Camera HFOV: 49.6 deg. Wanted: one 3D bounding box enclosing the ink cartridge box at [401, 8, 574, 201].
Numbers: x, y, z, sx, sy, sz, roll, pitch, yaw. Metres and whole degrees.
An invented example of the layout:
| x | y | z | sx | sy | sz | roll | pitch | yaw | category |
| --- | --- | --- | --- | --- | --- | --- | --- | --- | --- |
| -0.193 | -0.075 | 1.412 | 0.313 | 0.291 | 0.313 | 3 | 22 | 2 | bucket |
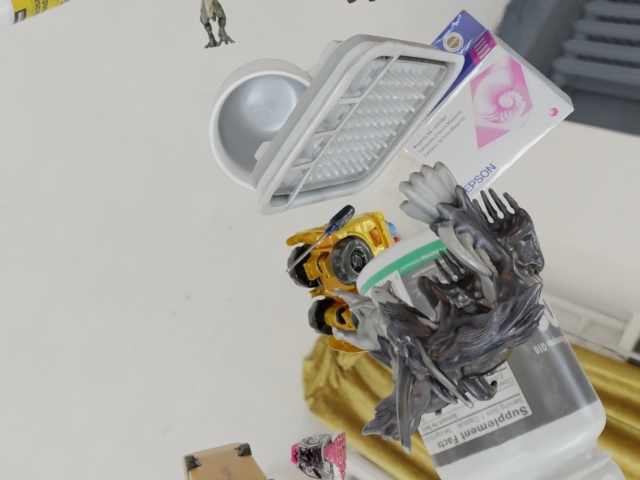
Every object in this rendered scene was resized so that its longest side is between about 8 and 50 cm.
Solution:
| x | y | z | sx | sy | sz | roll | pitch | yaw | category |
| --- | --- | --- | --- | --- | --- | --- | --- | --- | --- |
| 0.335 | -0.290 | 1.569 | 0.330 | 0.071 | 0.324 | 33 | 124 | -17 | ink cartridge box |

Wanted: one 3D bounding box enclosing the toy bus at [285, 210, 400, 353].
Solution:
| x | y | z | sx | sy | sz | roll | pitch | yaw | category |
| --- | --- | --- | --- | --- | --- | --- | --- | --- | --- |
| 0.074 | 0.056 | 1.196 | 0.211 | 0.149 | 0.220 | -28 | 102 | -40 | toy bus |

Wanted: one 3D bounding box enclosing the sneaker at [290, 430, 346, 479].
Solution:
| x | y | z | sx | sy | sz | roll | pitch | yaw | category |
| --- | --- | --- | --- | --- | --- | --- | --- | --- | --- |
| -0.003 | 0.520 | 1.648 | 0.299 | 0.112 | 0.120 | 114 | -20 | -67 | sneaker |

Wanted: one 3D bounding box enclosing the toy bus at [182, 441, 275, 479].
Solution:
| x | y | z | sx | sy | sz | roll | pitch | yaw | category |
| --- | --- | --- | --- | --- | --- | --- | --- | --- | --- |
| -0.140 | 0.401 | 1.055 | 0.108 | 0.333 | 0.130 | -8 | 93 | -17 | toy bus |

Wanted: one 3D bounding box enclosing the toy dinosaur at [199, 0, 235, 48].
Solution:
| x | y | z | sx | sy | sz | roll | pitch | yaw | category |
| --- | --- | --- | --- | --- | --- | --- | --- | --- | --- |
| -0.229 | -0.478 | 1.489 | 0.064 | 0.268 | 0.118 | -12 | 106 | -9 | toy dinosaur |

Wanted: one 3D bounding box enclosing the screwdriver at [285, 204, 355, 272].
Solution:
| x | y | z | sx | sy | sz | roll | pitch | yaw | category |
| --- | --- | --- | --- | --- | --- | --- | --- | --- | --- |
| 0.000 | 0.000 | 1.004 | 0.170 | 0.024 | 0.025 | -47 | 156 | -35 | screwdriver |

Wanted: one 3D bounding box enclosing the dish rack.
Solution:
| x | y | z | sx | sy | sz | roll | pitch | yaw | category |
| --- | --- | --- | --- | --- | --- | --- | --- | --- | --- |
| 0.047 | -0.173 | 0.978 | 0.333 | 0.072 | 0.285 | -16 | 149 | -56 | dish rack |

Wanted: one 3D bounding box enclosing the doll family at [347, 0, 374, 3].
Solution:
| x | y | z | sx | sy | sz | roll | pitch | yaw | category |
| --- | --- | --- | --- | --- | --- | --- | --- | --- | --- |
| 0.089 | -0.474 | 1.226 | 0.076 | 0.193 | 0.111 | -26 | 108 | -10 | doll family |

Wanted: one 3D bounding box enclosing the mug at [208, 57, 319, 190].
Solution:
| x | y | z | sx | sy | sz | roll | pitch | yaw | category |
| --- | --- | --- | --- | --- | --- | --- | --- | --- | --- |
| -0.080 | -0.321 | 1.642 | 0.374 | 0.328 | 0.276 | -33 | 112 | 8 | mug |

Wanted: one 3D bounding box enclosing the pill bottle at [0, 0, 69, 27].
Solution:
| x | y | z | sx | sy | sz | roll | pitch | yaw | category |
| --- | --- | --- | --- | --- | --- | --- | --- | --- | --- |
| -0.508 | -0.414 | 1.139 | 0.184 | 0.103 | 0.103 | -40 | 134 | -32 | pill bottle |

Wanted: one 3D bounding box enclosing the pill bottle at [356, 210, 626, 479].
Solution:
| x | y | z | sx | sy | sz | roll | pitch | yaw | category |
| --- | --- | --- | --- | --- | --- | --- | --- | --- | --- |
| 0.201 | 0.166 | 0.821 | 0.204 | 0.361 | 0.204 | -21 | 163 | -7 | pill bottle |

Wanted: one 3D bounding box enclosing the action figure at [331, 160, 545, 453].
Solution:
| x | y | z | sx | sy | sz | roll | pitch | yaw | category |
| --- | --- | --- | --- | --- | --- | --- | --- | --- | --- |
| 0.084 | 0.041 | 0.505 | 0.164 | 0.141 | 0.276 | -53 | 169 | 24 | action figure |
